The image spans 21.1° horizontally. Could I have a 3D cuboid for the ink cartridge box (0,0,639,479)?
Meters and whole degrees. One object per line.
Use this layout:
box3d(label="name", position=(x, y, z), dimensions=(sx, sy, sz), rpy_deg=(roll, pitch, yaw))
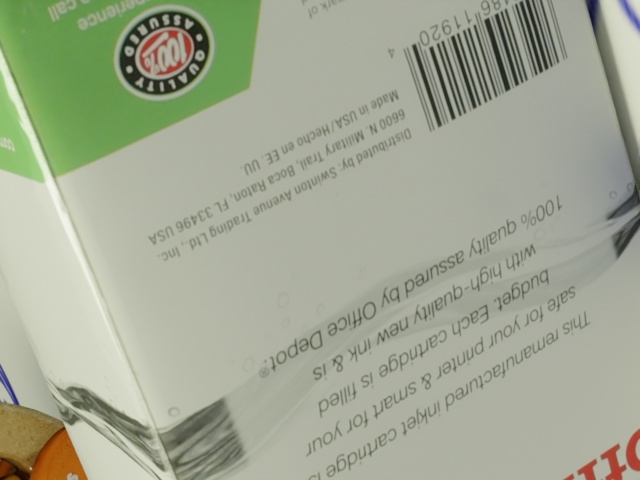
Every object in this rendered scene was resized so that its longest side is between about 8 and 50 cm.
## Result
box3d(label="ink cartridge box", position=(0.000, 0.000, 0.471), dimensions=(0.092, 0.160, 0.219), rpy_deg=(18, 131, 58))

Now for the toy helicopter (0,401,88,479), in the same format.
box3d(label="toy helicopter", position=(-0.190, 0.267, 0.940), dimensions=(0.140, 0.235, 0.355), rpy_deg=(158, 105, -66))
